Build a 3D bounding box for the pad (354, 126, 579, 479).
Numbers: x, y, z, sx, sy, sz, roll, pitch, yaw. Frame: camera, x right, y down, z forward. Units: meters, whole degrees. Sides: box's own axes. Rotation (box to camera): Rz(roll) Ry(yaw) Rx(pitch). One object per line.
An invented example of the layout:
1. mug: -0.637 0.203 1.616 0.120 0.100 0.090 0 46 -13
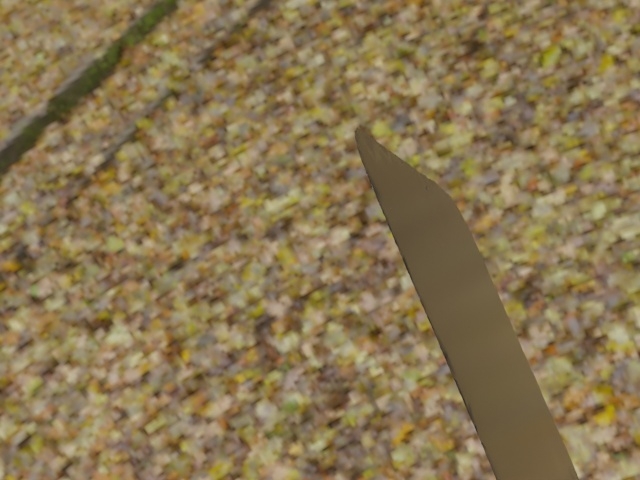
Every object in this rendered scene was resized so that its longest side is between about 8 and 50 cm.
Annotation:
1. pad: 0.017 -0.017 0.530 0.055 0.323 0.250 -43 -15 8
